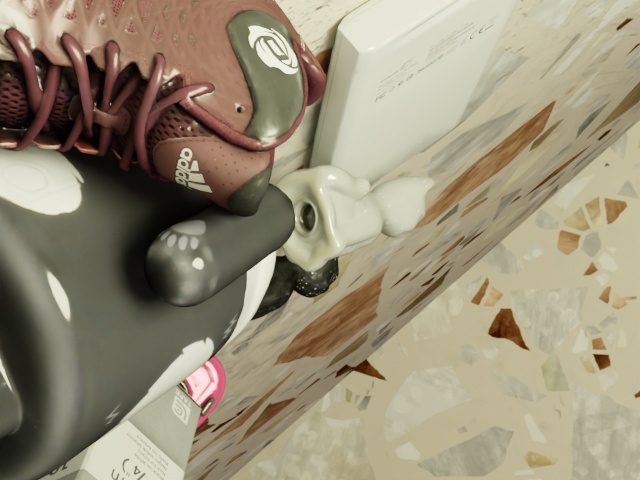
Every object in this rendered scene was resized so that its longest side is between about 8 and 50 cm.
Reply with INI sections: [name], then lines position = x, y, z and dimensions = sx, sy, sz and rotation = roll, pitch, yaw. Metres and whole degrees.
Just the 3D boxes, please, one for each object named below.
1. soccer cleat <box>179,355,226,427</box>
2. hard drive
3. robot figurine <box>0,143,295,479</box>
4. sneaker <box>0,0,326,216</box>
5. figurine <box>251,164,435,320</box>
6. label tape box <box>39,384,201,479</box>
[soccer cleat]
position = -0.263, 0.226, 1.057
dimensions = 0.331, 0.116, 0.143
rotation = -33, -179, -16
[hard drive]
position = 0.084, -0.148, 0.856
dimensions = 0.203, 0.040, 0.307
rotation = -35, 166, -18
[robot figurine]
position = -0.140, 0.022, 0.493
dimensions = 0.278, 0.209, 0.174
rotation = -33, 146, -57
[sneaker]
position = -0.100, -0.064, 0.377
dimensions = 0.281, 0.162, 0.106
rotation = -28, 163, -40
[figurine]
position = 0.000, 0.000, 0.919
dimensions = 0.215, 0.092, 0.209
rotation = -36, 166, 32
[label tape box]
position = -0.243, 0.262, 0.731
dimensions = 0.240, 0.106, 0.334
rotation = -30, -154, 20
